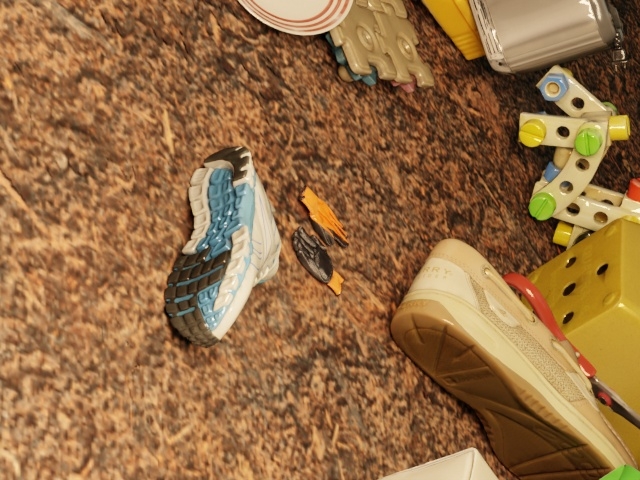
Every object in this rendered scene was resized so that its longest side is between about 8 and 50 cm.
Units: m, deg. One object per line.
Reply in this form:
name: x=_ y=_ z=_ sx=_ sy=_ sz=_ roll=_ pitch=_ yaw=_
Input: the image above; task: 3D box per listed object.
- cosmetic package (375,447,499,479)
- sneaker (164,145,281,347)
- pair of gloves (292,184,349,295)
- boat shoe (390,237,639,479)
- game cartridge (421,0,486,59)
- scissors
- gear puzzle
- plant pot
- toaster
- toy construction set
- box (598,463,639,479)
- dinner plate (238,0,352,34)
cosmetic package: x=0.122 y=0.317 z=1.089 sx=0.309 sy=0.160 sz=0.113 roll=52 pitch=32 yaw=-21
sneaker: x=-0.061 y=0.015 z=1.109 sx=0.083 sy=0.071 sz=0.190 roll=53 pitch=31 yaw=-34
pair of gloves: x=0.000 y=0.000 z=1.278 sx=0.074 sy=0.010 sz=0.083 roll=48 pitch=36 yaw=-32
boat shoe: x=0.206 y=0.135 z=1.382 sx=0.341 sy=0.122 sz=0.110 roll=47 pitch=52 yaw=-28
game cartridge: x=0.115 y=-0.396 z=1.677 sx=0.324 sy=0.053 sz=0.285 roll=40 pitch=37 yaw=-53
scissors: x=0.267 y=0.145 z=1.437 sx=0.021 sy=0.109 sz=0.297 roll=-37 pitch=74 yaw=-26
gear puzzle: x=0.004 y=-0.303 z=1.490 sx=0.175 sy=0.044 sz=0.339 roll=0 pitch=66 yaw=-57
plant pot: x=0.325 y=0.106 z=1.562 sx=0.187 sy=0.212 sz=0.212 roll=39 pitch=37 yaw=-20
toaster: x=0.250 y=-0.280 z=1.659 sx=0.129 sy=0.146 sz=0.227 roll=-12 pitch=84 yaw=-70
toy construction set: x=0.375 y=-0.054 z=1.685 sx=0.151 sy=0.328 sz=0.215 roll=-24 pitch=133 yaw=-53
box: x=0.319 y=0.346 z=1.242 sx=0.231 sy=0.127 sz=0.262 roll=61 pitch=-9 yaw=-16
dinner plate: x=-0.033 y=-0.251 z=1.364 sx=0.141 sy=0.017 sz=0.141 roll=13 pitch=62 yaw=-26
